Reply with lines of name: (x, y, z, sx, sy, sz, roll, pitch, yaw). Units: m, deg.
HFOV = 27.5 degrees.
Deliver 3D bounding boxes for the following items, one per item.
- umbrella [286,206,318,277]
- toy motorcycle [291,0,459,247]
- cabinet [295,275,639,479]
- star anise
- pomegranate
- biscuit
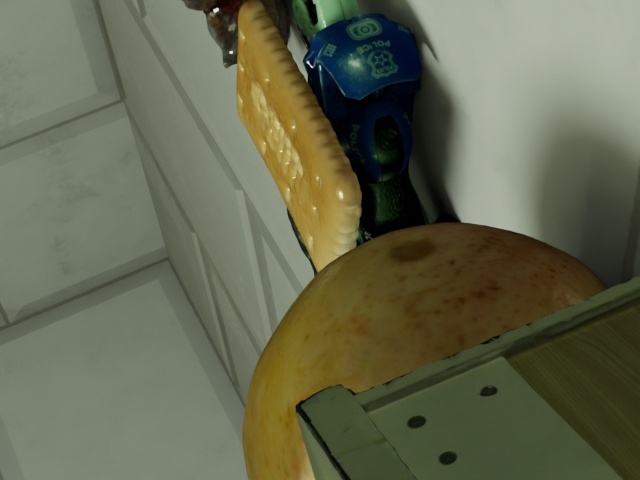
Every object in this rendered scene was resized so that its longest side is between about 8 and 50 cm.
umbrella: (0.000, 0.000, 1.710, 0.066, 0.059, 0.236, -24, 87, 55)
toy motorcycle: (0.042, -0.096, 1.215, 0.196, 0.125, 0.331, -137, 30, -64)
cabinet: (0.204, 0.157, 0.498, 0.290, 0.318, 0.228, -133, 25, -56)
star anise: (-0.097, -0.294, 1.467, 0.236, 0.109, 0.223, 57, -164, -26)
pomegranate: (0.119, 0.138, 0.926, 0.338, 0.338, 0.338, 61, 167, 25)
biscuit: (-0.026, -0.087, 1.193, 0.160, 0.030, 0.250, 96, 153, -54)
